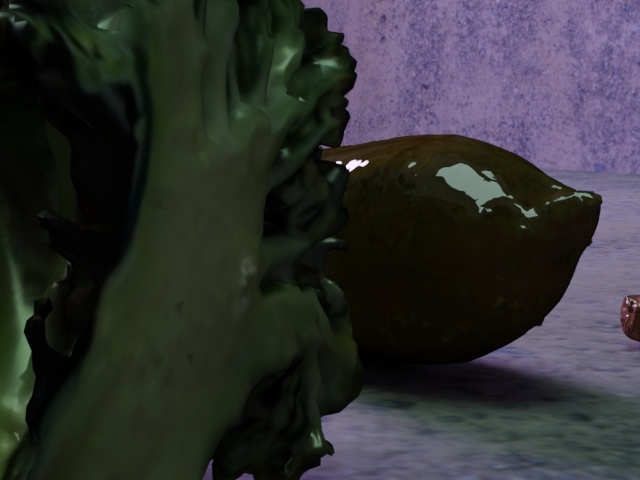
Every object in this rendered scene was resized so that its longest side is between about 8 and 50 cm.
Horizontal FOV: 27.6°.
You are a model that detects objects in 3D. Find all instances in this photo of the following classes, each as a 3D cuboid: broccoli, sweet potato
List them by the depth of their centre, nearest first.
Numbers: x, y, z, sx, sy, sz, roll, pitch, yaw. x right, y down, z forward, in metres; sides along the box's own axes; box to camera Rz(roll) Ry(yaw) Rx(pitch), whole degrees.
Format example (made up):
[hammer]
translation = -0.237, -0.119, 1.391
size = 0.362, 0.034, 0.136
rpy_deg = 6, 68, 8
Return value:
[broccoli]
translation = -0.105, 0.003, 0.440
size = 0.180, 0.273, 0.242
rpy_deg = -5, -39, 29
[sweet potato]
translation = -0.004, 0.004, 0.776
size = 0.131, 0.130, 0.423
rpy_deg = -4, 2, -34

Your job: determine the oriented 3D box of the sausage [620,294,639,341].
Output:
[sausage]
translation = 0.254, 0.047, 0.789
size = 0.147, 0.030, 0.035
rpy_deg = -1, 9, -9
